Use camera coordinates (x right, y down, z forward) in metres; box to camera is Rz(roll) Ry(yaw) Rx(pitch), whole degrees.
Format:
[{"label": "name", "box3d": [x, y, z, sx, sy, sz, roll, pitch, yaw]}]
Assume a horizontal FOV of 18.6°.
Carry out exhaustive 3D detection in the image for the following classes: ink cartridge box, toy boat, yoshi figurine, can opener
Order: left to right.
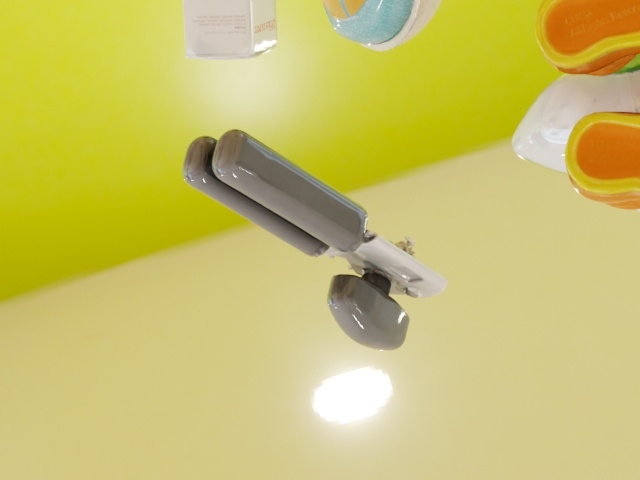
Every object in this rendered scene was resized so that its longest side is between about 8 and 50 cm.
[{"label": "ink cartridge box", "box3d": [-0.114, -0.340, 2.433, 0.092, 0.218, 0.158, -2, -170, 11]}, {"label": "can opener", "box3d": [0.000, 0.000, 1.622, 0.074, 0.280, 0.093, -10, -126, 43]}, {"label": "toy boat", "box3d": [0.013, -0.346, 2.058, 0.148, 0.267, 0.318, -18, -132, -25]}, {"label": "yoshi figurine", "box3d": [0.279, -0.082, 1.325, 0.203, 0.203, 0.362, 38, -172, 21]}]
